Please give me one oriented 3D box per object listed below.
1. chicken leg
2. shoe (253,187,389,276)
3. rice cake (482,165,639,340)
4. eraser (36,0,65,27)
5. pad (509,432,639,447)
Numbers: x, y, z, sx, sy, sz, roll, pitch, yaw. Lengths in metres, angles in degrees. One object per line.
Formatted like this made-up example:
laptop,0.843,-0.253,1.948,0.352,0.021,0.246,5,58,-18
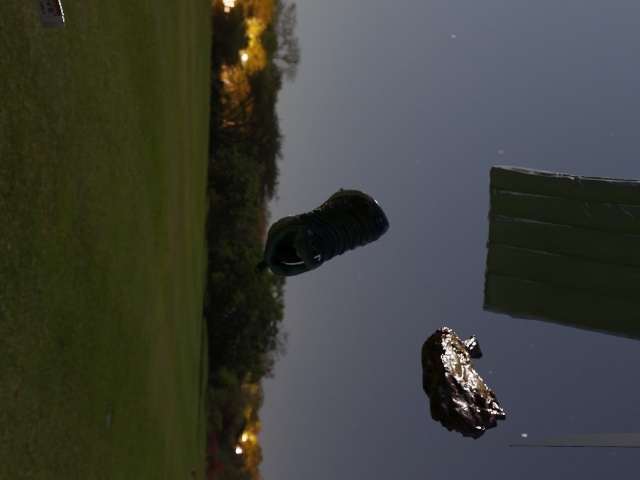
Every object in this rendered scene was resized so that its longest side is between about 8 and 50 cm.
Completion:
chicken leg,0.095,0.089,0.382,0.037,0.062,0.145,-57,180,16
shoe,0.000,0.000,0.788,0.092,0.207,0.106,57,31,-20
rice cake,0.270,0.009,0.568,0.037,0.198,0.189,51,43,-66
eraser,-0.651,-0.570,1.331,0.029,0.052,0.122,146,-71,-68
pad,0.302,0.218,0.608,0.157,0.112,0.003,-27,-116,51
